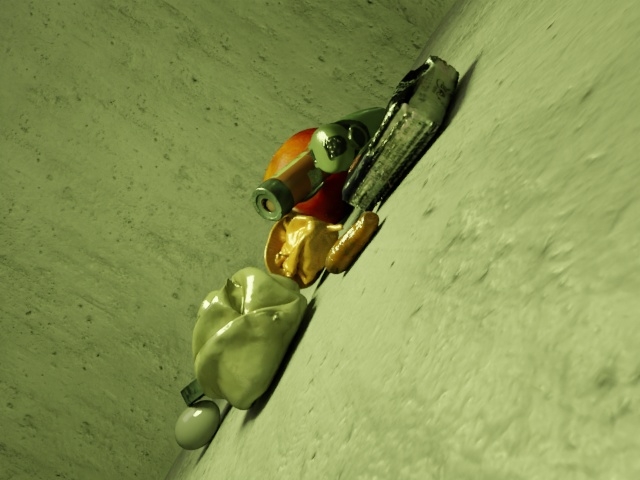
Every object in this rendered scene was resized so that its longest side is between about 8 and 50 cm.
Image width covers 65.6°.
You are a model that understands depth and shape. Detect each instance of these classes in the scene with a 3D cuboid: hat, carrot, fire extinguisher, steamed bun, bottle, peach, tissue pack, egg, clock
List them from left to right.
[{"bbox_3d":[-0.451,0.677,1.827,0.198,0.146,0.146,-49,5,8],"label":"egg"},{"bbox_3d":[-0.386,0.514,1.898,0.319,0.066,0.319,-35,-9,-6],"label":"clock"},{"bbox_3d":[-0.200,0.231,1.297,0.367,0.255,0.342,-59,1,-27],"label":"steamed bun"},{"bbox_3d":[-0.061,-0.185,1.516,0.376,0.113,0.200,-45,-1,-37],"label":"fire extinguisher"},{"bbox_3d":[-0.007,-0.209,1.820,0.406,0.310,0.335,-49,-38,-16],"label":"peach"},{"bbox_3d":[0.000,0.000,1.404,0.233,0.244,0.233,-28,64,49],"label":"hat"},{"bbox_3d":[0.068,0.005,1.077,0.186,0.060,0.060,-54,6,35],"label":"carrot"},{"bbox_3d":[0.099,-0.288,1.444,0.347,0.168,0.168,-32,-20,-53],"label":"bottle"},{"bbox_3d":[0.174,-0.243,1.146,0.332,0.123,0.245,-54,8,50],"label":"tissue pack"}]
